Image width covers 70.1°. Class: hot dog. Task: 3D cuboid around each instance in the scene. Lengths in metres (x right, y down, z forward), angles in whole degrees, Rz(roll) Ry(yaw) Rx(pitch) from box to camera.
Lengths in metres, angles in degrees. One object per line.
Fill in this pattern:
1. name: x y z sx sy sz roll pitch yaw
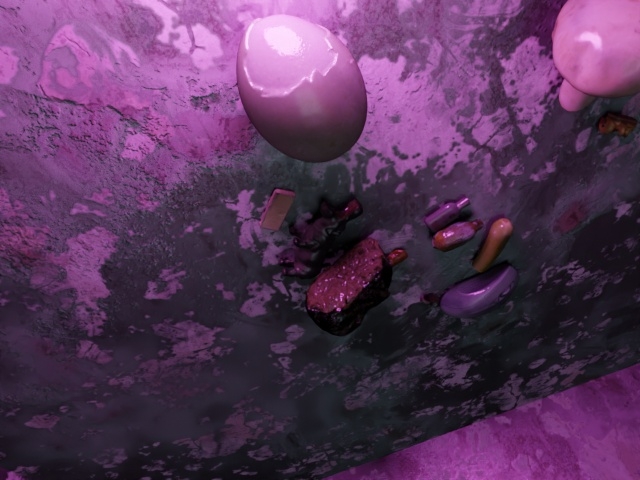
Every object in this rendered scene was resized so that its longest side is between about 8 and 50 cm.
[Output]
1. hot dog: 0.284 0.066 1.696 0.083 0.035 0.058 -33 133 13

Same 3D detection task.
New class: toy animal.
1. toy animal: -0.011 -0.009 1.488 0.168 0.106 0.343 20 119 -31

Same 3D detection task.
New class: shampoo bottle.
1. shampoo bottle: 0.447 -0.094 1.598 0.165 0.040 0.080 -35 132 17

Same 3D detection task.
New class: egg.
1. egg: -0.047 -0.347 1.036 0.278 0.278 0.336 -32 138 12

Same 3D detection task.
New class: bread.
1. bread: -0.136 -0.093 1.421 0.068 0.028 0.154 10 128 -25

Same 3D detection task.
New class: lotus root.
1. lotus root: 0.492 -0.023 1.635 0.192 0.088 0.113 -24 174 6

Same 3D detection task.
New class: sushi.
1. sushi: 0.457 0.248 1.927 0.083 0.044 0.046 14 148 -26
2. sushi: 0.102 0.153 1.543 0.350 0.210 0.171 -43 141 -19

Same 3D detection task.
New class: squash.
1. squash: 0.662 0.016 1.747 0.083 0.083 0.250 -2 135 -16

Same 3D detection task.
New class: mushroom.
1. mushroom: 0.740 -0.476 1.188 0.314 0.315 0.336 -21 158 2

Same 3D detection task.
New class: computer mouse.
1. computer mouse: 0.691 0.231 1.929 0.370 0.122 0.188 -30 134 6

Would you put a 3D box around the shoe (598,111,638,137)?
1. shoe: 0.971 -0.374 1.486 0.108 0.072 0.069 -3 127 -15
